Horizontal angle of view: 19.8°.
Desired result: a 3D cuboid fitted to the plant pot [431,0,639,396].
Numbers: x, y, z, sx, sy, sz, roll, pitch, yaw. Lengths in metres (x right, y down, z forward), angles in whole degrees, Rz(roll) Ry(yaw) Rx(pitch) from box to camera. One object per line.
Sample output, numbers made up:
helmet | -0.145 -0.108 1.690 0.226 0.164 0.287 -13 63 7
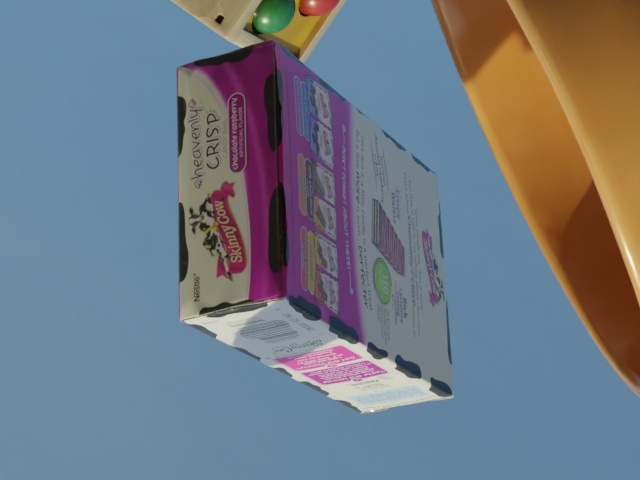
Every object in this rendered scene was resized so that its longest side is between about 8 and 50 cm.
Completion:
plant pot | 0.193 -0.090 0.918 0.204 0.291 0.291 -24 -130 -2

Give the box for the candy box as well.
candy box | 0.000 0.000 1.106 0.071 0.233 0.159 -13 -114 25

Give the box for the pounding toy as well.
pounding toy | 0.000 -0.232 1.363 0.094 0.181 0.206 37 -82 22
